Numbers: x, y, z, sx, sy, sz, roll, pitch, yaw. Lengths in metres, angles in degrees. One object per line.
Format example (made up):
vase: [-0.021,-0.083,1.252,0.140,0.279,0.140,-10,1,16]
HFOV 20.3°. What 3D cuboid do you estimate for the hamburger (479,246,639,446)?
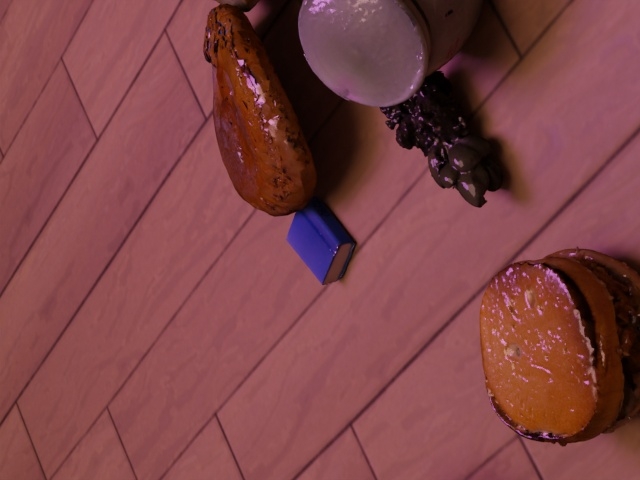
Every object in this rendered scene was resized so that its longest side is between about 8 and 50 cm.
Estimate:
hamburger: [0.232,0.103,1.659,0.182,0.118,0.191,32,119,50]

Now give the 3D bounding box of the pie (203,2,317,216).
pie: [-0.078,-0.150,2.016,0.273,0.069,0.273,162,90,-75]

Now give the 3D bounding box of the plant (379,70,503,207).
plant: [0.124,-0.102,1.804,0.174,0.085,0.087,54,161,25]

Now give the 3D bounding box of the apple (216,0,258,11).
apple: [-0.169,-0.407,2.032,0.346,0.179,0.254,39,124,23]

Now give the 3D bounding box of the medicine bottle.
medicine bottle: [0.070,-0.221,1.751,0.147,0.143,0.147,19,133,22]

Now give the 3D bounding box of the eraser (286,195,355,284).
eraser: [0.000,0.000,2.033,0.085,0.027,0.063,51,133,36]
